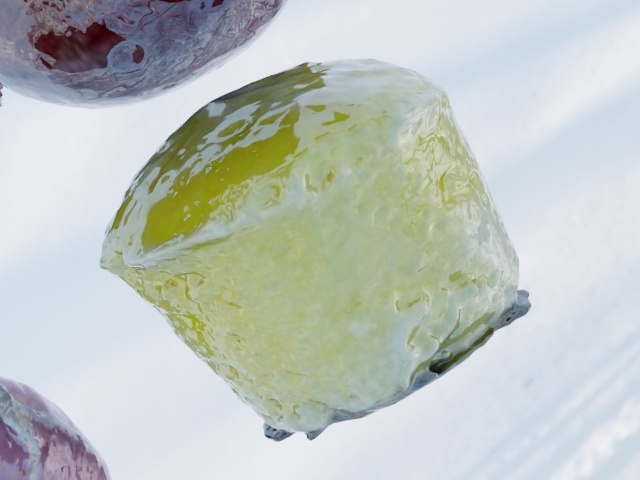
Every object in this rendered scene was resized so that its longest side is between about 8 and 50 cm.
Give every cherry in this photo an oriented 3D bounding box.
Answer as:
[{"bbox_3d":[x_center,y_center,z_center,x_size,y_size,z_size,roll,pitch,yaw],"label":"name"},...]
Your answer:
[{"bbox_3d":[-0.128,-0.195,0.951,0.230,0.300,0.203,-27,103,-50],"label":"cherry"}]

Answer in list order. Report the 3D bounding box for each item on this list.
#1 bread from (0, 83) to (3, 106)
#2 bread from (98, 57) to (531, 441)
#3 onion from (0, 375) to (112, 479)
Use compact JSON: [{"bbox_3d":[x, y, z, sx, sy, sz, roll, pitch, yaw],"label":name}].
[{"bbox_3d":[-0.316,-0.134,1.082,0.160,0.160,0.073,-20,122,-52],"label":"bread"},{"bbox_3d":[-0.003,-0.002,0.720,0.197,0.170,0.197,-29,-161,11],"label":"bread"},{"bbox_3d":[-0.238,0.165,0.851,0.230,0.230,0.163,95,1,-53],"label":"onion"}]
